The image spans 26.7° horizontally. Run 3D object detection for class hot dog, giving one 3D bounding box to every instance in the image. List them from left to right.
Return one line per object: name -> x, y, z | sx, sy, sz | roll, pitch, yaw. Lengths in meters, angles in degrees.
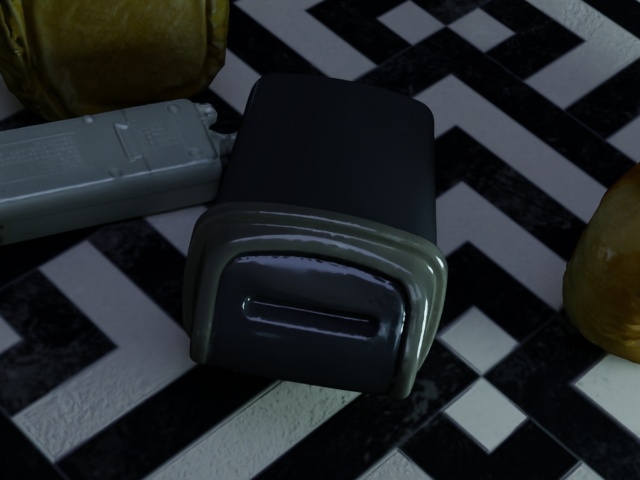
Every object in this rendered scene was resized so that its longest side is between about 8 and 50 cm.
hot dog -> 0.412, -0.015, 1.216 | 0.223, 0.185, 0.405 | 38, 53, 23

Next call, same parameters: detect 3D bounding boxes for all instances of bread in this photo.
bread -> -0.198, -0.226, 1.246 | 0.227, 0.253, 0.142 | -16, 57, -19

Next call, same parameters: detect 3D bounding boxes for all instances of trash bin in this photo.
trash bin -> 0.000, 0.000, 1.136 | 0.209, 0.182, 0.290 | 9, 43, -1

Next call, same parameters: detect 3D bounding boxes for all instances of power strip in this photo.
power strip -> -0.226, -0.060, 1.224 | 0.338, 0.058, 0.098 | -13, 52, -20
